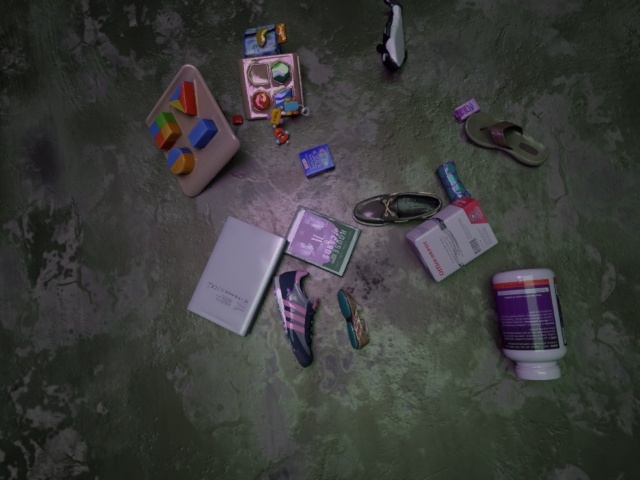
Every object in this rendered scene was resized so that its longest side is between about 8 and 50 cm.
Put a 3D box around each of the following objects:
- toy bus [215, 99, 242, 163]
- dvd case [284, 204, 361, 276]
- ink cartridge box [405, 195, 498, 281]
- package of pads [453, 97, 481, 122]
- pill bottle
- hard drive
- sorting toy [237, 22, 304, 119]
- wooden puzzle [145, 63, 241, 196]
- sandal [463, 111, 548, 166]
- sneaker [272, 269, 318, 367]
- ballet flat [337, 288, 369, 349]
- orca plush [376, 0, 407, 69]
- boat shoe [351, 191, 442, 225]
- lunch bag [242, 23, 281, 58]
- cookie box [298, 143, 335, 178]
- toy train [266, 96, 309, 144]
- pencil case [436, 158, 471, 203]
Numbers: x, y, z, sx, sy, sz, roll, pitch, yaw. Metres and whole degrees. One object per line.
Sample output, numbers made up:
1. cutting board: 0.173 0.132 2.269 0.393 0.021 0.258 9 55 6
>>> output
1. toy bus: -0.389 -0.408 1.513 0.202 0.104 0.191 25 85 8
2. dvd case: 0.000 0.000 1.459 0.238 0.029 0.180 22 84 8
3. ink cartridge box: 0.422 -0.005 1.360 0.237 0.100 0.172 -33 106 -1
4. package of pads: 0.519 -0.461 1.483 0.083 0.032 0.050 -31 78 0
5. pill bottle: 0.645 0.252 1.291 0.181 0.181 0.323 -5 81 4
6. hard drive: -0.285 0.118 1.443 0.232 0.047 0.353 22 85 15
7. sorting toy: -0.184 -0.601 1.499 0.228 0.041 0.308 -5 105 5
8. wooden puzzle: -0.465 -0.373 1.452 0.322 0.080 0.348 -37 81 31
9. sandal: 0.641 -0.359 1.430 0.302 0.086 0.120 26 84 8
10. sneaker: -0.057 0.251 1.384 0.130 0.112 0.319 -18 82 5
11. ballet flat: 0.114 0.257 1.401 0.067 0.073 0.207 -11 83 -25
12. orca plush: 0.237 -0.735 1.515 0.102 0.151 0.288 -9 83 35
13. boat shoe: 0.258 -0.113 1.422 0.304 0.091 0.109 -4 81 4
14. lunch bag: -0.217 -0.735 1.558 0.128 0.096 0.151 -7 68 6
15. cookie box: -0.013 -0.284 1.496 0.107 0.040 0.092 -19 81 1
16. toy train: -0.125 -0.436 1.509 0.166 0.046 0.125 -47 123 4
17. pencil case: 0.456 -0.196 1.433 0.070 0.064 0.152 -27 80 16
